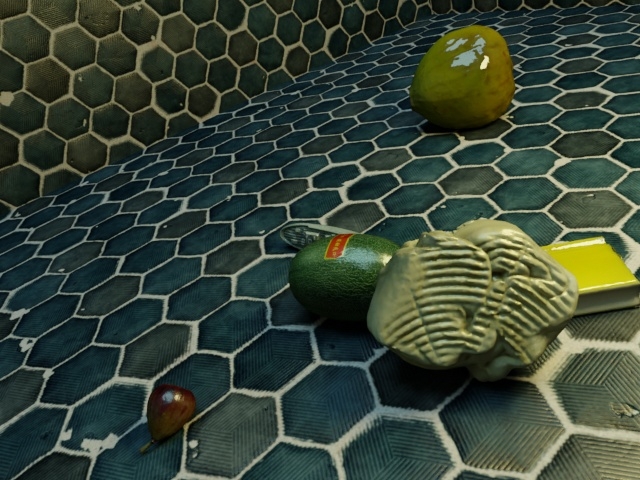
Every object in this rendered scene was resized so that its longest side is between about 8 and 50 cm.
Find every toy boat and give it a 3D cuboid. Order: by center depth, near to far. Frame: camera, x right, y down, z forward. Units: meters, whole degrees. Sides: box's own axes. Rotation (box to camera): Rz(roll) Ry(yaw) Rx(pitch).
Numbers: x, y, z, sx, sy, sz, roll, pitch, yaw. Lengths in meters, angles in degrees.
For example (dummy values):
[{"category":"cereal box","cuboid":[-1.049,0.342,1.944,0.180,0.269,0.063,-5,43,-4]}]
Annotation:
[{"category":"toy boat","cuboid":[0.000,0.000,1.270,0.260,0.078,0.085,11,26,33]}]

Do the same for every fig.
[{"category":"fig","cuboid":[-0.281,0.325,0.906,0.088,0.089,0.125,4,62,29]},{"category":"fig","cuboid":[0.467,-0.534,1.681,0.343,0.343,0.343,-11,32,7]}]

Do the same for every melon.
[{"category":"melon","cuboid":[0.072,0.075,1.025,0.287,0.182,0.182,1,36,23]}]

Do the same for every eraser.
[{"category":"eraser","cuboid":[0.461,0.072,0.964,0.225,0.069,0.158,-11,35,8]}]

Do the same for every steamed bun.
[{"category":"steamed bun","cuboid":[0.242,0.099,0.862,0.289,0.276,0.203,-48,-5,9]}]
